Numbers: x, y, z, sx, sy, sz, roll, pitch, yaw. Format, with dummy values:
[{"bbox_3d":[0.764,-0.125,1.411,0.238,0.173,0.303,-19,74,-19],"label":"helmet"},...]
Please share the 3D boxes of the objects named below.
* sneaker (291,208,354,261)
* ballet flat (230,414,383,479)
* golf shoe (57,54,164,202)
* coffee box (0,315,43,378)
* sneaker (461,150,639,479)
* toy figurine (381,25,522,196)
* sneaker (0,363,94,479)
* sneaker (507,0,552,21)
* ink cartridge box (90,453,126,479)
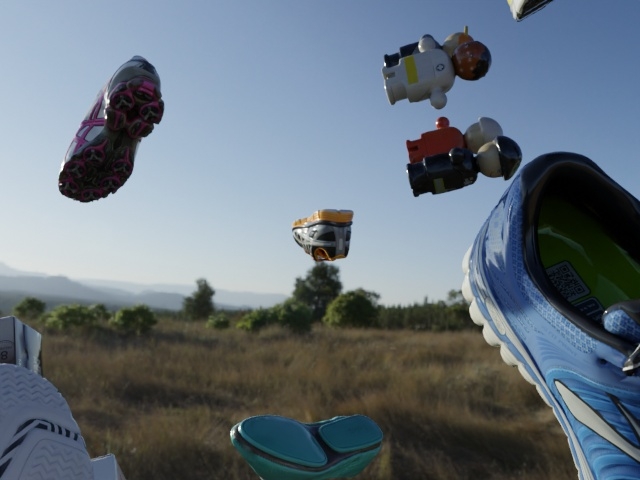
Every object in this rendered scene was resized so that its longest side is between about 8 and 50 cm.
[{"bbox_3d":[0.000,0.000,1.102,0.084,0.083,0.215,-1,-7,-13],"label":"sneaker"},{"bbox_3d":[-0.019,0.257,0.739,0.247,0.087,0.083,16,22,-49],"label":"ballet flat"},{"bbox_3d":[-0.231,-0.119,0.701,0.068,0.085,0.186,25,-58,-35],"label":"golf shoe"},{"bbox_3d":[-0.556,0.222,0.879,0.298,0.168,0.119,-8,-21,-9],"label":"coffee box"},{"bbox_3d":[0.184,0.086,0.316,0.130,0.330,0.147,-28,-30,-9],"label":"sneaker"},{"bbox_3d":[0.178,-0.179,0.866,0.148,0.209,0.213,-13,18,13],"label":"toy figurine"},{"bbox_3d":[-0.285,0.290,0.474,0.210,0.365,0.137,-29,-31,23],"label":"sneaker"},{"bbox_3d":[0.143,-0.223,0.404,0.082,0.094,0.208,-34,-14,4],"label":"sneaker"},{"bbox_3d":[-0.299,0.466,0.874,0.117,0.278,0.201,-15,41,-12],"label":"ink cartridge box"}]
